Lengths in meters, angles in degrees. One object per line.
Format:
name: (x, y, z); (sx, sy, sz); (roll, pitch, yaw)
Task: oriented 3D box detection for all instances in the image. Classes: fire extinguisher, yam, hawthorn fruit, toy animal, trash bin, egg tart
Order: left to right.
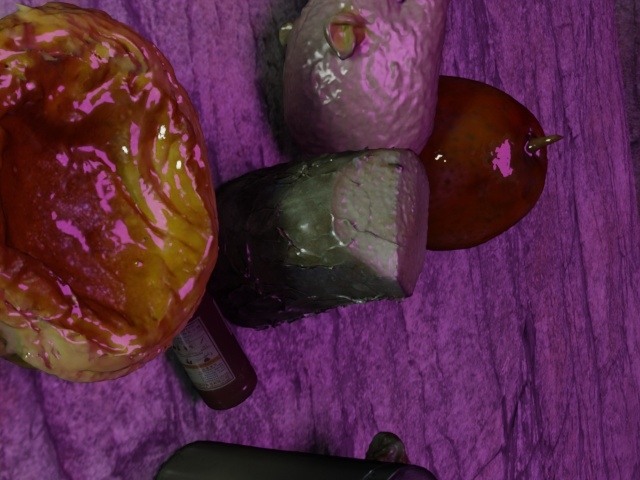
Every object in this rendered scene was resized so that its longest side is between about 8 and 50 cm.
egg tart: (-0.238, -0.042, 0.965); (0.352, 0.150, 0.351); (8, 80, -52)
fire extinguisher: (-0.136, 0.093, 1.169); (0.071, 0.099, 0.231); (-51, 133, -35)
trash bin: (-0.033, 0.333, 1.146); (0.252, 0.302, 0.202); (30, 66, -50)
yam: (-0.003, -0.003, 1.228); (0.201, 0.271, 0.202); (15, 71, -55)
toy animal: (0.051, -0.212, 1.383); (0.227, 0.188, 0.358); (-3, 104, -33)
hawthorn fruit: (0.227, -0.116, 1.559); (0.277, 0.298, 0.277); (23, 62, -54)

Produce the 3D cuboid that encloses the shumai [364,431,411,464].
shumai: (0.137, 0.438, 1.365); (0.309, 0.263, 0.304); (104, 11, -60)
